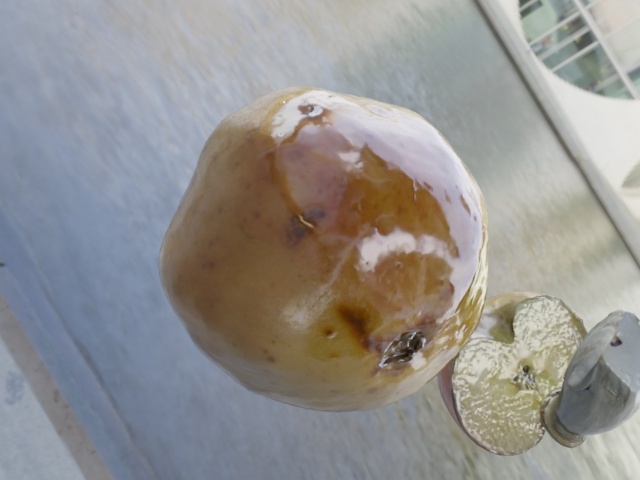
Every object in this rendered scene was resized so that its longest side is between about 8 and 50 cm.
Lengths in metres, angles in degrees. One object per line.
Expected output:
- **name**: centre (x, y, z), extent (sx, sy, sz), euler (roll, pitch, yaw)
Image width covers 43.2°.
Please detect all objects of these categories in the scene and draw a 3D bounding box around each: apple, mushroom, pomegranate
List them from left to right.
- **pomegranate**: centre (0.000, 0.000, 0.953), extent (0.410, 0.410, 0.410), euler (47, 23, -28)
- **apple**: centre (0.335, 0.228, 1.485), extent (0.251, 0.293, 0.163), euler (61, -12, -15)
- **mushroom**: centre (0.360, 0.195, 1.053), extent (0.108, 0.096, 0.247), euler (51, -27, 29)
